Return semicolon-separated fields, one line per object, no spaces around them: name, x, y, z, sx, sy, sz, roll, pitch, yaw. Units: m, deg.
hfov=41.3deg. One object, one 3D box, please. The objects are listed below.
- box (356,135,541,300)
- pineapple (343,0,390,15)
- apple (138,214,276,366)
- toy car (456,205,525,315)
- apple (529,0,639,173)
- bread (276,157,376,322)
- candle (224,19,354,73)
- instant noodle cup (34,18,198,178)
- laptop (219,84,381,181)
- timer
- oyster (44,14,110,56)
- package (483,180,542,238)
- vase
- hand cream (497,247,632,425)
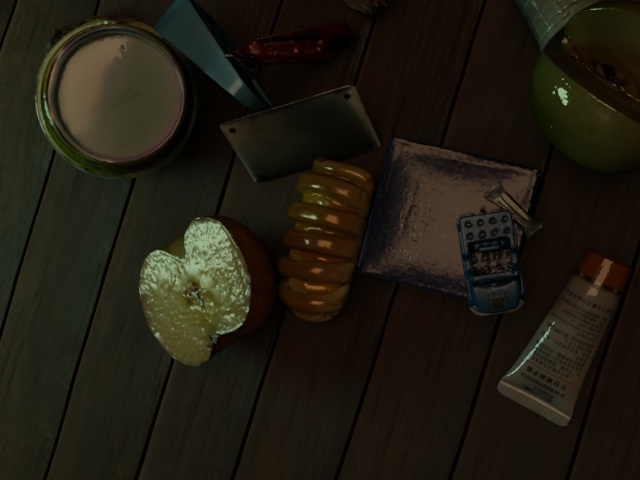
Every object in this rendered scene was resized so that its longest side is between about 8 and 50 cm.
box;0.237;-0.033;1.565;0.279;0.116;0.261;15;92;16
pineapple;0.084;-0.531;1.608;0.176;0.161;0.137;37;85;12
apple;-0.191;0.088;1.634;0.293;0.163;0.251;-33;77;35
toy car;0.289;0.036;1.439;0.097;0.100;0.191;-9;93;8
apple;0.496;-0.257;1.420;0.254;0.292;0.292;40;97;22
bread;0.000;0.000;1.592;0.173;0.121;0.311;13;90;51
candle;-0.055;-0.362;1.582;0.059;0.302;0.084;35;127;34
instant noodle cup;-0.384;-0.269;1.601;0.326;0.254;0.325;-2;97;-12
laptop;-0.034;-0.198;1.610;0.269;0.187;0.015;-14;54;13
timer;-0.178;-0.336;1.624;0.250;0.232;0.091;45;95;11
oyster;-0.496;-0.370;1.786;0.223;0.083;0.214;0;85;21
package;0.335;-0.053;1.476;0.037;0.015;0.110;-45;83;5
vase;0.375;-0.496;1.542;0.143;0.143;0.298;-35;77;10
hand cream;0.449;0.173;1.513;0.140;0.089;0.314;31;99;15
